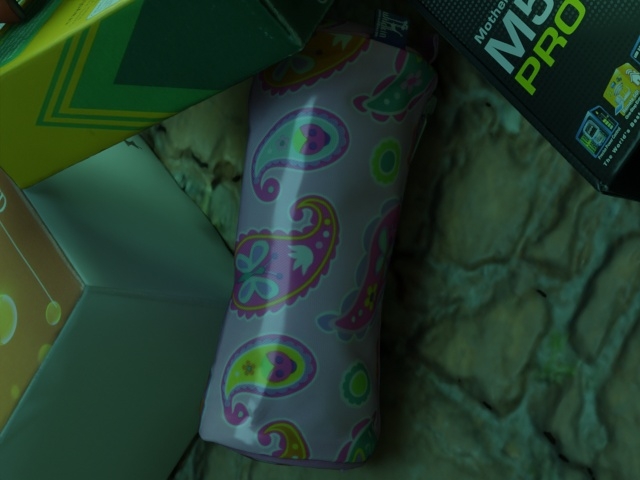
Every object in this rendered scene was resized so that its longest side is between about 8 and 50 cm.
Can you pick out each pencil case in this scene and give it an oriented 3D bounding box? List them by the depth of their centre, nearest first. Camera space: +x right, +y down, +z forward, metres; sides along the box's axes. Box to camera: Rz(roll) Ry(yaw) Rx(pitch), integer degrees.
[{"bbox_3d":[0.000,0.000,1.202,0.124,0.124,0.284,9,89,46],"label":"pencil case"}]

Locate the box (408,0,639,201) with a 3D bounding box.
[{"bbox_3d":[0.185,-0.189,1.081,0.270,0.060,0.216,-57,49,22],"label":"box"}]

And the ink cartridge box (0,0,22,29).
[{"bbox_3d":[-0.191,-0.219,1.459,0.134,0.078,0.231,-47,53,31],"label":"ink cartridge box"}]

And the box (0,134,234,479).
[{"bbox_3d":[-0.223,0.107,1.373,0.215,0.168,0.345,51,118,38],"label":"box"}]

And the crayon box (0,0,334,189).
[{"bbox_3d":[-0.105,-0.153,1.230,0.323,0.083,0.203,-21,28,41],"label":"crayon box"}]

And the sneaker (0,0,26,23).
[{"bbox_3d":[-0.186,-0.289,1.291,0.148,0.131,0.350,14,72,22],"label":"sneaker"}]
